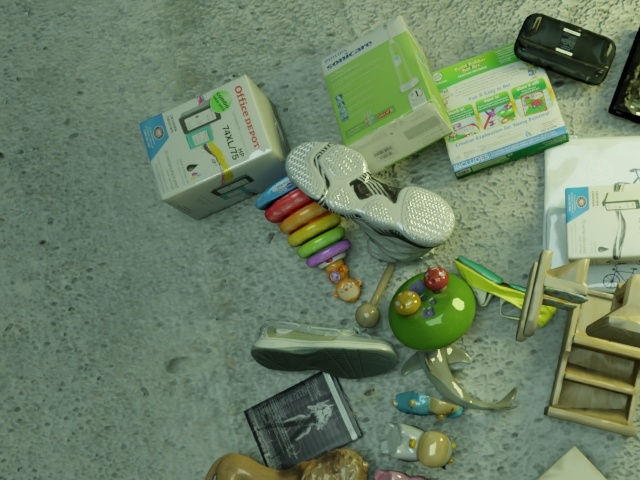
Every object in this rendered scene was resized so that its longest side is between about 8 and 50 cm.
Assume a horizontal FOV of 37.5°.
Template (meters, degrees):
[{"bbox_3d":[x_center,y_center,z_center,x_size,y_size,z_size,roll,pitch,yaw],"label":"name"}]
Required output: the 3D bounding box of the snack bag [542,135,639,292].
[{"bbox_3d":[0.612,-0.060,1.903,0.323,0.037,0.343,1,78,18],"label":"snack bag"}]

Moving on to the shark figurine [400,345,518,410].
[{"bbox_3d":[0.259,0.271,1.899,0.166,0.116,0.278,-43,68,6],"label":"shark figurine"}]

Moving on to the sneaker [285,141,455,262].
[{"bbox_3d":[0.092,-0.064,1.947,0.365,0.210,0.137,25,70,8],"label":"sneaker"}]

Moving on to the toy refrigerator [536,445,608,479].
[{"bbox_3d":[0.427,0.525,1.800,0.269,0.094,0.102,-44,63,3],"label":"toy refrigerator"}]

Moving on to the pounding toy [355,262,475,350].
[{"bbox_3d":[0.189,0.112,1.905,0.236,0.110,0.183,13,61,33],"label":"pounding toy"}]

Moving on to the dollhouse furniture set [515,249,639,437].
[{"bbox_3d":[0.525,0.206,1.665,0.362,0.394,0.257,13,82,8],"label":"dollhouse furniture set"}]

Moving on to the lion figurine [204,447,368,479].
[{"bbox_3d":[-0.104,0.515,1.928,0.392,0.142,0.240,10,96,10],"label":"lion figurine"}]

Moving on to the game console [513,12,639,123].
[{"bbox_3d":[0.586,-0.381,1.942,0.361,0.044,0.213,22,84,7],"label":"game console"}]

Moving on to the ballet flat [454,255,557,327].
[{"bbox_3d":[0.367,0.110,1.924,0.231,0.077,0.077,25,100,19],"label":"ballet flat"}]

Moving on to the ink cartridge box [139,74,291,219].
[{"bbox_3d":[-0.222,-0.203,2.105,0.270,0.197,0.198,-23,73,11],"label":"ink cartridge box"}]

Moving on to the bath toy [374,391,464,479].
[{"bbox_3d":[0.185,0.485,1.872,0.151,0.129,0.348,-2,70,62],"label":"bath toy"}]

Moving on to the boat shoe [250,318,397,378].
[{"bbox_3d":[0.010,0.218,1.986,0.320,0.118,0.103,-1,49,24],"label":"boat shoe"}]

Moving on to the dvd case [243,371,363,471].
[{"bbox_3d":[-0.038,0.391,2.012,0.221,0.018,0.165,-29,70,10],"label":"dvd case"}]

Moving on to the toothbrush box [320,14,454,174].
[{"bbox_3d":[0.137,-0.310,2.001,0.206,0.122,0.283,-28,50,16],"label":"toothbrush box"}]

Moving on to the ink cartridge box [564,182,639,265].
[{"bbox_3d":[0.586,-0.031,1.839,0.203,0.086,0.148,-4,77,18],"label":"ink cartridge box"}]

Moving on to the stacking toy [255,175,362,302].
[{"bbox_3d":[0.000,0.000,2.035,0.175,0.166,0.302,-28,86,6],"label":"stacking toy"}]

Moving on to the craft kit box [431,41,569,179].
[{"bbox_3d":[0.371,-0.283,2.005,0.249,0.061,0.247,-18,70,13],"label":"craft kit box"}]
